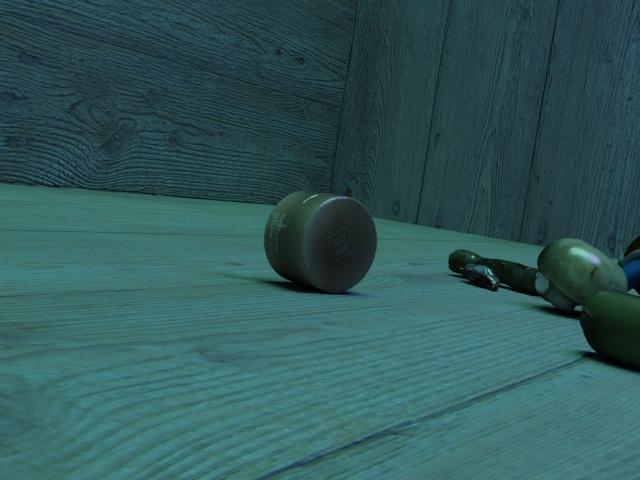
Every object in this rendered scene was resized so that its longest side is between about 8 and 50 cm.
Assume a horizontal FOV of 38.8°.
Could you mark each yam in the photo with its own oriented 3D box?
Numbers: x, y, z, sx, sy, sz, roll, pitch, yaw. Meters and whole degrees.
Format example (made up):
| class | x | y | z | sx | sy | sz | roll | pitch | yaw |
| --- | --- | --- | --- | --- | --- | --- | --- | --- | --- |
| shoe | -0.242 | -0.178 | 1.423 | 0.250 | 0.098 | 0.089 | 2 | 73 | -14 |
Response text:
| class | x | y | z | sx | sy | sz | roll | pitch | yaw |
| --- | --- | --- | --- | --- | --- | --- | --- | --- | --- |
| yam | 0.371 | 0.064 | 1.897 | 0.061 | 0.061 | 0.252 | 5 | 6 | -37 |

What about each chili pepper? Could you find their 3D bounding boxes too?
| class | x | y | z | sx | sy | sz | roll | pitch | yaw |
| --- | --- | --- | --- | --- | --- | --- | --- | --- | --- |
| chili pepper | 0.325 | 0.071 | 1.840 | 0.050 | 0.041 | 0.153 | -9 | 9 | -14 |

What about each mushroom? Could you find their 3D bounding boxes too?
| class | x | y | z | sx | sy | sz | roll | pitch | yaw |
| --- | --- | --- | --- | --- | --- | --- | --- | --- | --- |
| mushroom | 0.453 | 0.071 | 1.586 | 0.166 | 0.127 | 0.166 | 29 | 12 | -7 |

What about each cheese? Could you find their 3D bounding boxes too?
| class | x | y | z | sx | sy | sz | roll | pitch | yaw |
| --- | --- | --- | --- | --- | --- | --- | --- | --- | --- |
| cheese | 0.431 | 0.115 | 1.143 | 0.202 | 0.091 | 0.175 | 9 | 3 | -1 |

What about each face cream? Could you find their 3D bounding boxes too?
| class | x | y | z | sx | sy | sz | roll | pitch | yaw |
| --- | --- | --- | --- | --- | --- | --- | --- | --- | --- |
| face cream | 0.000 | 0.000 | 1.412 | 0.149 | 0.149 | 0.104 | 5 | 4 | -38 |

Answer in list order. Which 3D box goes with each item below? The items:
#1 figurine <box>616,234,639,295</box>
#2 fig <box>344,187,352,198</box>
| class | x | y | z | sx | sy | sz | roll | pitch | yaw |
| --- | --- | --- | --- | --- | --- | --- | --- | --- | --- |
| figurine | 0.736 | 0.063 | 1.878 | 0.297 | 0.243 | 0.416 | 18 | 26 | 6 |
| fig | 0.055 | -0.012 | 1.827 | 0.119 | 0.153 | 0.119 | 35 | -8 | 6 |
